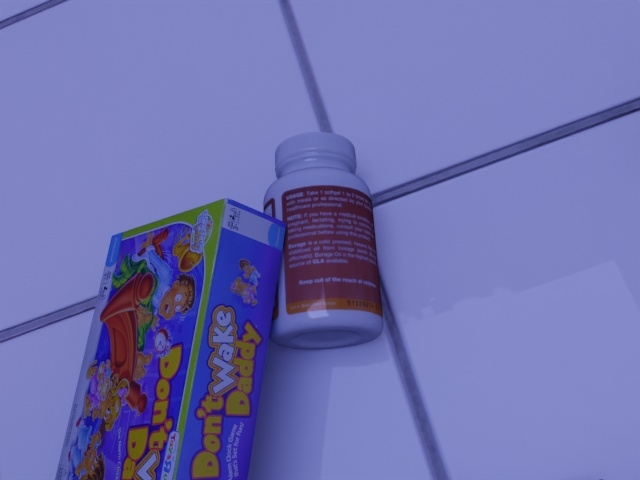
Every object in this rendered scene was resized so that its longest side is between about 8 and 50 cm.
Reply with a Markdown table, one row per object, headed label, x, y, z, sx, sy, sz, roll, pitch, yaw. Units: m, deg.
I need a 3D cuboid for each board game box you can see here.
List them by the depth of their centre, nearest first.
| label | x | y | z | sx | sy | sz | roll | pitch | yaw |
| --- | --- | --- | --- | --- | --- | --- | --- | --- | --- |
| board game box | -0.160 | 0.150 | 0.672 | 0.233 | 0.078 | 0.348 | -13 | 63 | 45 |

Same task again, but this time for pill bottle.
| label | x | y | z | sx | sy | sz | roll | pitch | yaw |
| --- | --- | --- | --- | --- | --- | --- | --- | --- | --- |
| pill bottle | 0.000 | 0.000 | 0.721 | 0.121 | 0.121 | 0.216 | -8 | 69 | 12 |

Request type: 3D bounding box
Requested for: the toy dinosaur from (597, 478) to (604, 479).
| label | x | y | z | sx | sy | sz | roll | pitch | yaw |
| --- | --- | --- | --- | --- | --- | --- | --- | --- | --- |
| toy dinosaur | 0.133 | 0.289 | 0.572 | 0.118 | 0.064 | 0.268 | 31 | 67 | 21 |
